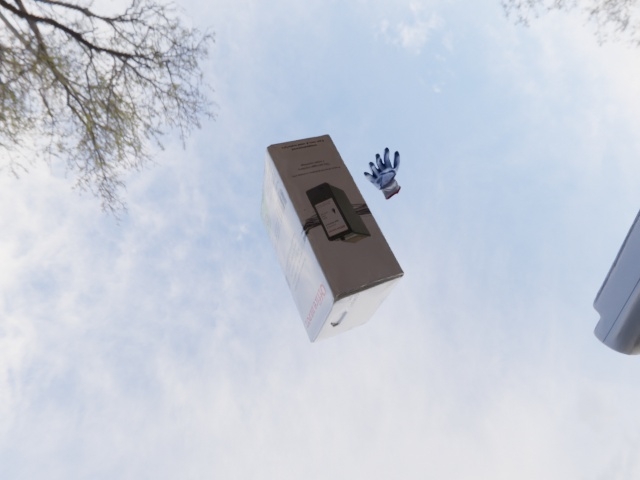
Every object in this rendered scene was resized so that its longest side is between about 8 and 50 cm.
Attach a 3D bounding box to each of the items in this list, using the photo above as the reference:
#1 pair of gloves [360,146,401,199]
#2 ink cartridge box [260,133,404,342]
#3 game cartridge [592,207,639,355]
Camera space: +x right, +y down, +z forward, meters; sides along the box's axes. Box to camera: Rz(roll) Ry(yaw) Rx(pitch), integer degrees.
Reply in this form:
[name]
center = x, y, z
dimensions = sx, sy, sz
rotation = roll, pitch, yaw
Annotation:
[pair of gloves]
center = 0.104, -0.111, 0.960
dimensions = 0.198, 0.159, 0.023
rotation = -39, -127, -4
[ink cartridge box]
center = 0.000, 0.000, 0.708
dimensions = 0.114, 0.198, 0.273
rotation = -15, -116, -20
[game cartridge]
center = 0.359, -0.032, 0.333
dimensions = 0.294, 0.060, 0.196
rotation = -21, -51, -14
